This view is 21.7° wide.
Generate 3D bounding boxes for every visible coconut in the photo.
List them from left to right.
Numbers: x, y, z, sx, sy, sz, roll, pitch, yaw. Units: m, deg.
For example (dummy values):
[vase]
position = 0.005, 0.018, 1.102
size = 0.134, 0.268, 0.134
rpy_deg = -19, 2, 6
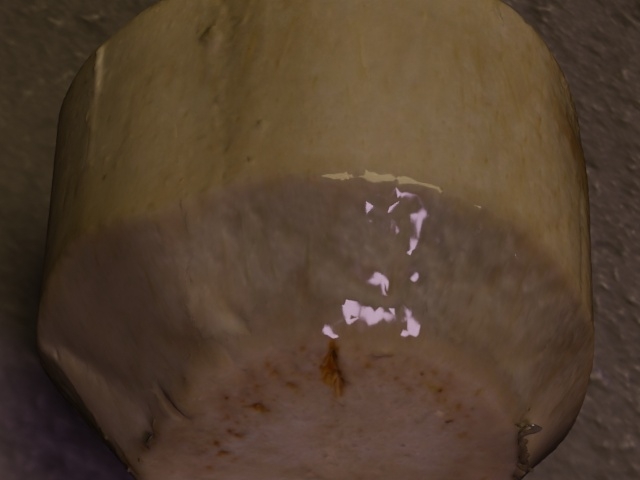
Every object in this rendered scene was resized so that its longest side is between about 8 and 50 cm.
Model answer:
[coconut]
position = 0.000, 0.000, 0.892
size = 0.323, 0.323, 0.323
rpy_deg = 16, 44, -17
